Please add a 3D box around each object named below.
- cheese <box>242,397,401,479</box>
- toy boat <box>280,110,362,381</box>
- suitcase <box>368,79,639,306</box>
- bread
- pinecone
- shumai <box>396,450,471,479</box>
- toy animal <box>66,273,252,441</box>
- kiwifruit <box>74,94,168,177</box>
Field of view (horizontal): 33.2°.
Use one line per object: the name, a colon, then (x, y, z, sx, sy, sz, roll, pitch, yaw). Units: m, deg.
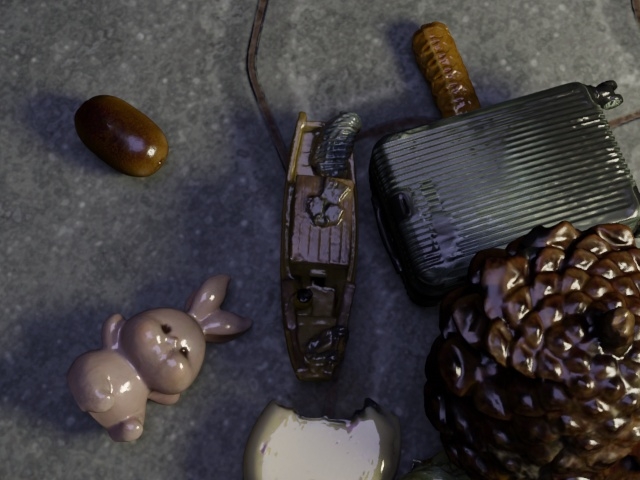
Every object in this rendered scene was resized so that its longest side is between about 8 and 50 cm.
cheese: (-0.016, 0.279, 1.137, 0.163, 0.071, 0.248, 19, 72, 6)
toy boat: (0.000, 0.000, 1.209, 0.089, 0.121, 0.321, 5, 71, -5)
suitcase: (0.217, -0.056, 1.224, 0.312, 0.128, 0.202, -16, 70, -6)
bread: (0.155, -0.197, 1.316, 0.052, 0.044, 0.157, -19, 71, -1)
pinecone: (0.246, 0.134, 1.084, 0.298, 0.296, 0.242, 23, 39, -3)
shumai: (0.127, 0.276, 1.142, 0.099, 0.123, 0.087, 6, 29, 21)
toy animal: (-0.171, 0.115, 1.169, 0.212, 0.124, 0.124, -39, 76, -9)
kiwifruit: (-0.235, -0.123, 1.272, 0.124, 0.075, 0.075, 33, 74, 14)
